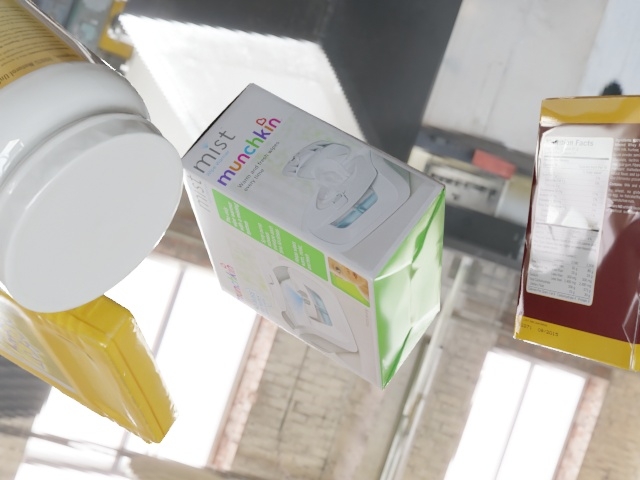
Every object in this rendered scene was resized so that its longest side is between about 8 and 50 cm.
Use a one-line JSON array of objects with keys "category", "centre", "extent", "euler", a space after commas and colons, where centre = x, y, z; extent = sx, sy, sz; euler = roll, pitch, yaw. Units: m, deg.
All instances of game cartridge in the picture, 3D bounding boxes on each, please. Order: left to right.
[{"category": "game cartridge", "centre": [-0.284, 0.060, 0.922], "extent": [0.323, 0.053, 0.285], "euler": [29, 157, 16]}]

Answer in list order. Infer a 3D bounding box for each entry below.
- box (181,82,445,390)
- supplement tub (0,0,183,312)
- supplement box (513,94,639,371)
[{"category": "box", "centre": [0.000, 0.000, 1.045], "extent": [0.231, 0.127, 0.262], "euler": [30, 157, 20]}, {"category": "supplement tub", "centre": [-0.191, -0.066, 0.603], "extent": [0.199, 0.144, 0.144], "euler": [40, -170, 24]}, {"category": "supplement box", "centre": [0.275, -0.005, 0.798], "extent": [0.191, 0.194, 0.129], "euler": [4, -176, -29]}]
